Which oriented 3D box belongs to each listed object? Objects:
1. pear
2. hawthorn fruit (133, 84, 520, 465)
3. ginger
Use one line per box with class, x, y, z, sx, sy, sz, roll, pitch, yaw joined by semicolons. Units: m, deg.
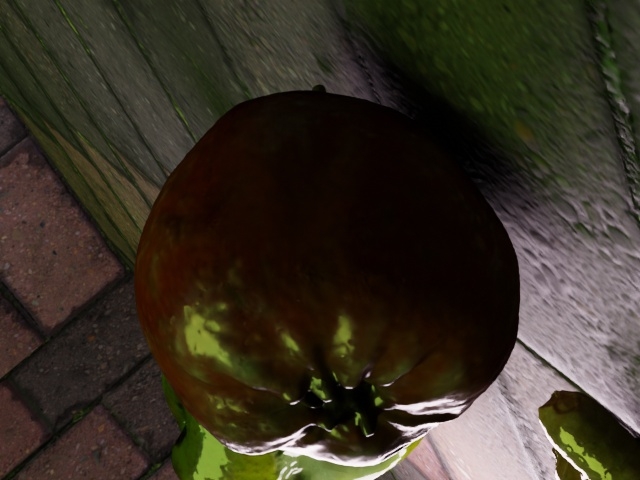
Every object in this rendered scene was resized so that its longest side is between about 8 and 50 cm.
pear;-0.039;0.161;1.426;0.292;0.292;0.159;56;177;-29
hawthorn fruit;0.000;0.000;0.896;0.242;0.242;0.271;63;-167;-50
ginger;0.252;0.195;0.874;0.299;0.065;0.118;34;165;44
